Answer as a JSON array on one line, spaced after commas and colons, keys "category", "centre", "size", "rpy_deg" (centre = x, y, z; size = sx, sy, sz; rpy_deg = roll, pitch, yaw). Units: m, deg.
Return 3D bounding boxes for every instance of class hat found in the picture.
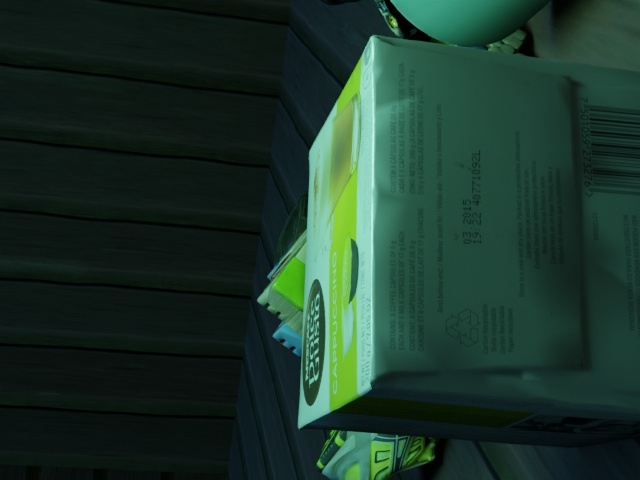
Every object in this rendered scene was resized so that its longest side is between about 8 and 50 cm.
[{"category": "hat", "centre": [0.000, 0.000, 1.854], "size": [0.331, 0.134, 0.331], "rpy_deg": [-64, 1, 3]}]

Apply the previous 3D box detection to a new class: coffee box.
[{"category": "coffee box", "centre": [0.172, 0.027, 1.152], "size": [0.334, 0.338, 0.338], "rpy_deg": [128, 145, -70]}]

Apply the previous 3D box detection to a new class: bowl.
[{"category": "bowl", "centre": [0.218, -0.405, 1.341], "size": [0.163, 0.311, 0.311], "rpy_deg": [-5, 80, 59]}]

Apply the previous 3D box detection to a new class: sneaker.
[{"category": "sneaker", "centre": [0.143, 0.265, 1.754], "size": [0.385, 0.147, 0.145], "rpy_deg": [-55, 2, 35]}]

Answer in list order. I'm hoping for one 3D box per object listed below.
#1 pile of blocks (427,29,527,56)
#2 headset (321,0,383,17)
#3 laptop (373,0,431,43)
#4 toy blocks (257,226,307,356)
[{"category": "pile of blocks", "centre": [0.214, -0.235, 1.540], "size": [0.113, 0.149, 0.362], "rpy_deg": [109, 162, -49]}, {"category": "headset", "centre": [0.103, -0.523, 2.059], "size": [0.394, 0.243, 0.185], "rpy_deg": [46, -125, -73]}, {"category": "laptop", "centre": [0.062, -0.320, 1.698], "size": [0.408, 0.236, 0.382], "rpy_deg": [59, -155, -3]}, {"category": "toy blocks", "centre": [0.029, 0.005, 1.480], "size": [0.381, 0.191, 0.261], "rpy_deg": [-55, 4, -34]}]
